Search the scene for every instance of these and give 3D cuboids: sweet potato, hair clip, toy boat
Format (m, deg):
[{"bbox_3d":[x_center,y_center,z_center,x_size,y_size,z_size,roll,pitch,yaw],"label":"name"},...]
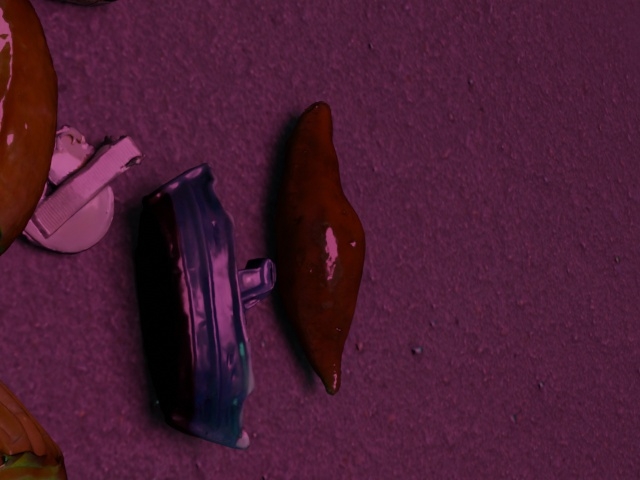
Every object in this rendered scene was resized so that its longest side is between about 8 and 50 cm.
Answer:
[{"bbox_3d":[-0.001,0.005,1.381,0.112,0.112,0.359,-1,85,-45],"label":"sweet potato"},{"bbox_3d":[-0.253,-0.049,1.180,0.116,0.049,0.172,54,53,-17],"label":"hair clip"},{"bbox_3d":[-0.111,0.071,1.234,0.142,0.129,0.309,-6,87,-31],"label":"toy boat"}]

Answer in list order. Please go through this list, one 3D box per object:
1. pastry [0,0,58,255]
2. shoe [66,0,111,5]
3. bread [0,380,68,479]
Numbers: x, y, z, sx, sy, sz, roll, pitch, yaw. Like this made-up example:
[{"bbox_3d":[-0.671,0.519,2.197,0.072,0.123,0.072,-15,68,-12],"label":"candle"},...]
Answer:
[{"bbox_3d":[-0.385,-0.123,0.984,0.356,0.163,0.356,4,84,-41],"label":"pastry"},{"bbox_3d":[-0.262,-0.287,1.211,0.143,0.064,0.071,-2,84,-48],"label":"shoe"},{"bbox_3d":[-0.338,0.215,0.918,0.253,0.227,0.142,-23,64,-40],"label":"bread"}]
